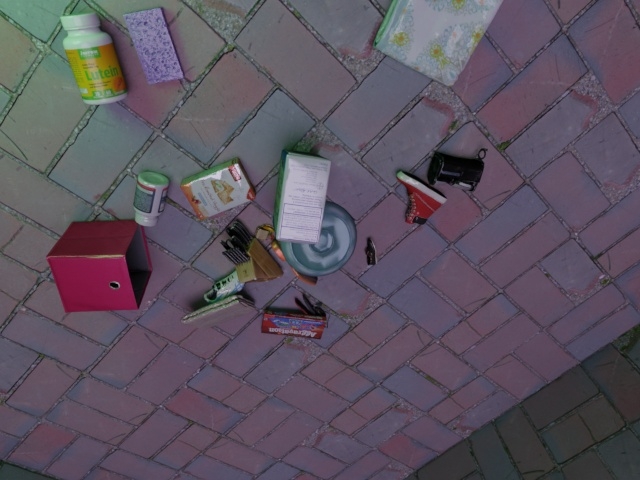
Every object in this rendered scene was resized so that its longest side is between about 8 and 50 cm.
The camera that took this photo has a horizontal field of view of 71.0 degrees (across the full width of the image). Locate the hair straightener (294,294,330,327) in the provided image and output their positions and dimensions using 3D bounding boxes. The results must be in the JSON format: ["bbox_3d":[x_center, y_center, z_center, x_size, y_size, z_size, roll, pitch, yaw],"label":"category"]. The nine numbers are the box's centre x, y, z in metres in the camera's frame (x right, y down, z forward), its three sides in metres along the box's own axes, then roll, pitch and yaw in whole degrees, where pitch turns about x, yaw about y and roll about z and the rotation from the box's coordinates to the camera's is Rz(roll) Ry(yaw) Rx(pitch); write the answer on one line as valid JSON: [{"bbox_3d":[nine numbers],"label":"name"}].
[{"bbox_3d":[-0.020,0.322,2.035,0.089,0.047,0.230,-32,120,12],"label":"hair straightener"}]

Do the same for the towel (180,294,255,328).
[{"bbox_3d":[-0.433,0.307,1.916,0.282,0.049,0.187,-21,156,7],"label":"towel"}]

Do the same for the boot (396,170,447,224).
[{"bbox_3d":[0.360,-0.157,1.774,0.244,0.088,0.176,28,115,-26],"label":"boot"}]

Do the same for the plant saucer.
[{"bbox_3d":[0.000,0.000,1.791,0.318,0.044,0.317,-3,105,-13],"label":"plant saucer"}]

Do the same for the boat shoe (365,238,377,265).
[{"bbox_3d":[0.212,0.052,1.900,0.042,0.049,0.133,-16,127,-7],"label":"boat shoe"}]

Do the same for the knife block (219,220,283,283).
[{"bbox_3d":[-0.280,0.047,1.811,0.088,0.242,0.276,-18,169,28],"label":"knife block"}]

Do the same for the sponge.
[{"bbox_3d":[-0.519,-0.609,1.409,0.117,0.031,0.210,-12,123,0],"label":"sponge"}]

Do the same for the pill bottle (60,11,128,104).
[{"bbox_3d":[-0.688,-0.550,1.359,0.137,0.136,0.245,-8,122,-3],"label":"pill bottle"}]

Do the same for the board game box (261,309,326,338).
[{"bbox_3d":[-0.124,0.386,2.046,0.282,0.027,0.145,7,133,-7],"label":"board game box"}]

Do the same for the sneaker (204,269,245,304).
[{"bbox_3d":[-0.393,0.191,1.879,0.237,0.085,0.086,-42,142,19],"label":"sneaker"}]

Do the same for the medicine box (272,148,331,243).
[{"bbox_3d":[-0.074,-0.160,1.569,0.149,0.263,0.289,7,103,-10],"label":"medicine box"}]

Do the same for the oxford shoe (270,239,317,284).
[{"bbox_3d":[-0.084,0.081,1.855,0.098,0.097,0.271,-38,119,8],"label":"oxford shoe"}]

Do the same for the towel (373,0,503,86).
[{"bbox_3d":[0.388,-0.725,1.427,0.321,0.090,0.374,20,117,-18],"label":"towel"}]

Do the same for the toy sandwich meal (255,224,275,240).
[{"bbox_3d":[-0.220,-0.027,1.805,0.086,0.029,0.085,-3,122,-6],"label":"toy sandwich meal"}]

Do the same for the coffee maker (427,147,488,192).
[{"bbox_3d":[0.517,-0.282,1.714,0.178,0.120,0.171,9,96,-14],"label":"coffee maker"}]

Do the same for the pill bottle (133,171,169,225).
[{"bbox_3d":[-0.621,-0.148,1.632,0.108,0.108,0.180,15,118,-16],"label":"pill bottle"}]

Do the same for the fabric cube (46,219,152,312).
[{"bbox_3d":[-0.802,0.091,1.665,0.258,0.259,0.254,-1,122,-7],"label":"fabric cube"}]

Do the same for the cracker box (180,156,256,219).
[{"bbox_3d":[-0.376,-0.190,1.663,0.232,0.067,0.155,-22,122,5],"label":"cracker box"}]
